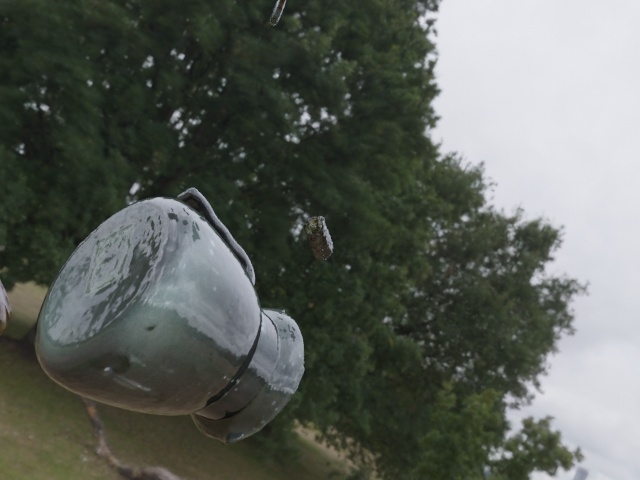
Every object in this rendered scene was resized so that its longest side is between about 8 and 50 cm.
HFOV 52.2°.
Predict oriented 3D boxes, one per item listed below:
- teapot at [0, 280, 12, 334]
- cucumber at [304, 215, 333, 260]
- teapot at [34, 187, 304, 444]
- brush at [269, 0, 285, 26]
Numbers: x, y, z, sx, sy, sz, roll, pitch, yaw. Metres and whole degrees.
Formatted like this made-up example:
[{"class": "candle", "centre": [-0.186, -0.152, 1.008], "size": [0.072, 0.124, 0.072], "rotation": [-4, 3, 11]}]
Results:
[{"class": "teapot", "centre": [-0.455, 0.083, 0.850], "size": [0.129, 0.078, 0.098], "rotation": [47, -41, 27]}, {"class": "cucumber", "centre": [0.000, 0.000, 1.455], "size": [0.053, 0.053, 0.181], "rotation": [23, -20, 20]}, {"class": "teapot", "centre": [-0.160, 0.096, 0.779], "size": [0.285, 0.223, 0.305], "rotation": [45, 0, -37]}, {"class": "brush", "centre": [-0.079, -0.563, 1.480], "size": [0.021, 0.070, 0.196], "rotation": [20, -24, -11]}]
